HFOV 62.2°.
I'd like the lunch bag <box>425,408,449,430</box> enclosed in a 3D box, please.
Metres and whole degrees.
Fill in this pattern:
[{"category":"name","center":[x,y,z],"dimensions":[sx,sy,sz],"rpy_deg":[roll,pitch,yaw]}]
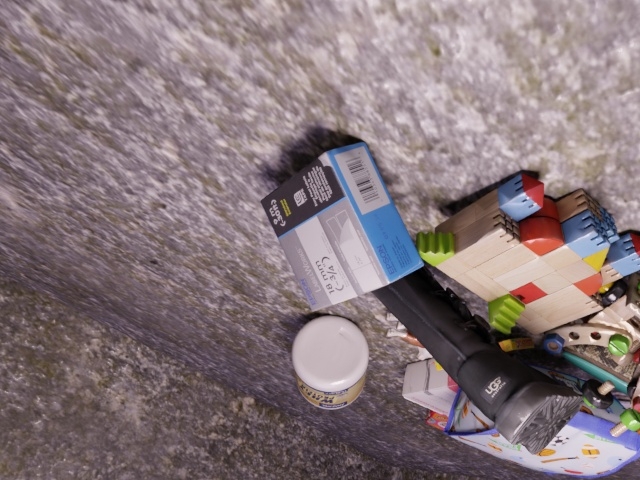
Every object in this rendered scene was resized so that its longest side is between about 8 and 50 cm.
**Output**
[{"category":"lunch bag","center":[0.539,0.625,1.915],"dimensions":[0.292,0.120,0.258],"rpy_deg":[14,150,4]}]

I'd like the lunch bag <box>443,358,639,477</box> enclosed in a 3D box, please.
[{"category":"lunch bag","center":[0.544,0.439,1.326],"dimensions":[0.327,0.239,0.385],"rpy_deg":[19,161,-2]}]

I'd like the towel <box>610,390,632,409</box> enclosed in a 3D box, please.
[{"category":"towel","center":[0.989,0.449,1.415],"dimensions":[0.331,0.054,0.316],"rpy_deg":[-12,153,42]}]

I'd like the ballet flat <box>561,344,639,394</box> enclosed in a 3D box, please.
[{"category":"ballet flat","center":[0.802,0.344,1.204],"dimensions":[0.483,0.182,0.164],"rpy_deg":[43,-177,43]}]

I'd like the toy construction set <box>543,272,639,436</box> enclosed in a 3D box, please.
[{"category":"toy construction set","center":[0.637,0.184,1.060],"dimensions":[0.308,0.258,0.237],"rpy_deg":[-5,136,-39]}]

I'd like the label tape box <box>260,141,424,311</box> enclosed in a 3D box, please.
[{"category":"label tape box","center":[0.000,0.000,1.001],"dimensions":[0.333,0.105,0.241],"rpy_deg":[-29,86,50]}]

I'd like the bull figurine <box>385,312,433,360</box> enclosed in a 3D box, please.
[{"category":"bull figurine","center":[0.275,0.230,1.385],"dimensions":[0.188,0.101,0.310],"rpy_deg":[13,151,-3]}]

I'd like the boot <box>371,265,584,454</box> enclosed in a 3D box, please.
[{"category":"boot","center":[0.288,0.204,1.081],"dimensions":[0.445,0.146,0.367],"rpy_deg":[43,-177,39]}]

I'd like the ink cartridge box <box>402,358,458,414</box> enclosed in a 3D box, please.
[{"category":"ink cartridge box","center":[0.427,0.458,1.687],"dimensions":[0.207,0.117,0.283],"rpy_deg":[28,148,-21]}]

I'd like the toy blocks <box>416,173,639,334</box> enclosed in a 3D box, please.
[{"category":"toy blocks","center":[0.396,0.022,0.937],"dimensions":[0.381,0.191,0.260],"rpy_deg":[32,135,-22]}]

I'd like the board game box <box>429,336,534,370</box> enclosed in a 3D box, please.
[{"category":"board game box","center":[0.431,0.311,1.439],"dimensions":[0.124,0.039,0.259],"rpy_deg":[7,155,-43]}]

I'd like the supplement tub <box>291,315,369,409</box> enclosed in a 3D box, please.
[{"category":"supplement tub","center":[0.031,0.392,1.652],"dimensions":[0.228,0.229,0.316],"rpy_deg":[11,150,8]}]
